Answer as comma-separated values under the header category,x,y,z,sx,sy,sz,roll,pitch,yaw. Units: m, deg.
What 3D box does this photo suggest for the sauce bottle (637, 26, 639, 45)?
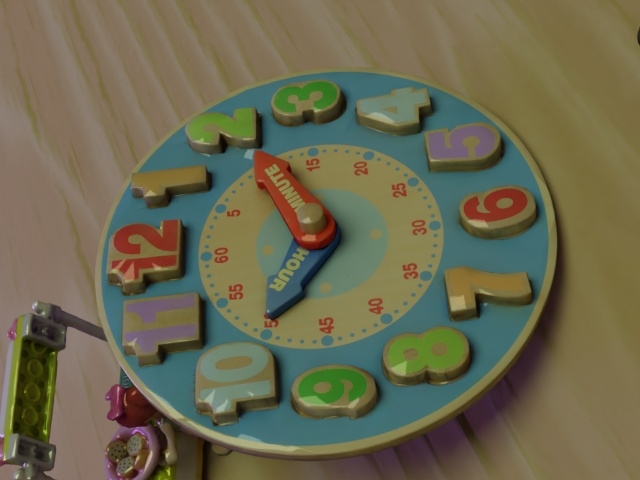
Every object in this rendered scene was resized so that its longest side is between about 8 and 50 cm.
category,x,y,z,sx,sy,sz,roll,pitch,yaw
sauce bottle,0.167,-0.046,0.481,0.042,0.042,0.128,-38,48,18

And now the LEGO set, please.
category,x,y,z,sx,sy,sz,roll,pitch,yaw
LEGO set,-0.067,0.108,0.547,0.132,0.107,0.287,-38,49,18

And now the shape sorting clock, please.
category,x,y,z,sx,sy,sz,roll,pitch,yaw
shape sorting clock,0.000,0.000,0.545,0.206,0.040,0.206,-7,55,10
